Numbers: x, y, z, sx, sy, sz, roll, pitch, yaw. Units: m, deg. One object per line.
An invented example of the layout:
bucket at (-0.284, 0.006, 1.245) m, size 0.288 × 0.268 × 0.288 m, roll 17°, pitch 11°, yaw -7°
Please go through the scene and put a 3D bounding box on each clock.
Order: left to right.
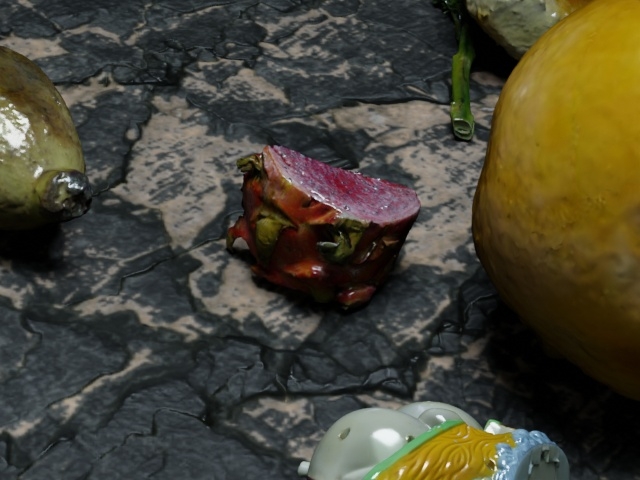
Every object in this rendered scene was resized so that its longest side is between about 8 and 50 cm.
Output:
clock at (0.072, 0.156, 1.217) m, size 0.144 × 0.103 × 0.231 m, roll 5°, pitch -4°, yaw 22°

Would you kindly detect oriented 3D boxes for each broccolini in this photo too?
broccolini at (0.137, -0.168, 1.758) m, size 0.057 × 0.071 × 0.254 m, roll 40°, pitch 35°, yaw -27°

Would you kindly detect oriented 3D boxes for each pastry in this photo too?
pastry at (0.202, -0.238, 1.753) m, size 0.182 × 0.093 × 0.192 m, roll 14°, pitch 52°, yaw -39°

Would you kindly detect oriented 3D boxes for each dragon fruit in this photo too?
dragon fruit at (0.000, 0.000, 1.453) m, size 0.147 × 0.102 × 0.096 m, roll 10°, pitch 39°, yaw -4°

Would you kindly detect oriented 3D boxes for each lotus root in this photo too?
lotus root at (-0.253, -0.072, 1.478) m, size 0.138 × 0.138 × 0.214 m, roll -19°, pitch 45°, yaw -31°

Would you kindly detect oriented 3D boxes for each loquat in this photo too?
loquat at (0.273, -0.033, 1.371) m, size 0.328 × 0.328 × 0.328 m, roll 5°, pitch 37°, yaw -4°
